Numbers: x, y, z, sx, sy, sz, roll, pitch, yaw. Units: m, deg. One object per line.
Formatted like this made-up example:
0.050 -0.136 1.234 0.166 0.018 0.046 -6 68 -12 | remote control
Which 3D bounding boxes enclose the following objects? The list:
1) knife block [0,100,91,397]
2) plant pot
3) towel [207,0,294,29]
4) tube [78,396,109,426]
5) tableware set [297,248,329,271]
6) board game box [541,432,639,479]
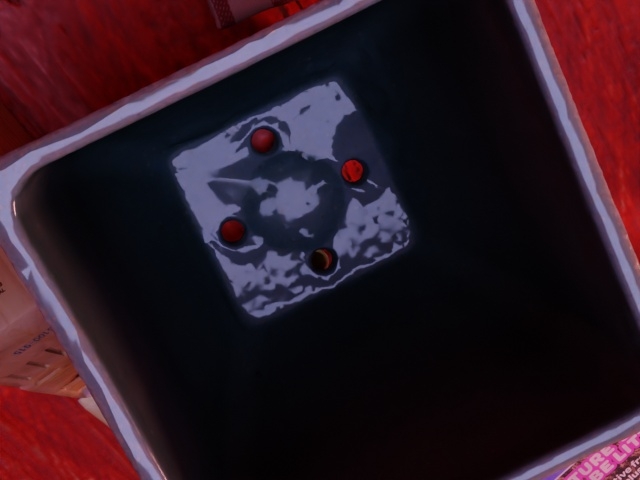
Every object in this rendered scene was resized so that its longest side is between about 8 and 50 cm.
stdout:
-0.212 -0.033 0.620 0.088 0.242 0.276 -34 163 3 | knife block
0.000 0.000 0.572 0.248 0.252 0.247 -27 104 -1 | plant pot
0.048 -0.289 0.586 0.329 0.037 0.237 -24 118 -2 | towel
-0.065 0.170 0.761 0.240 0.062 0.070 52 50 -23 | tube
0.037 0.052 0.747 0.154 0.024 0.104 33 102 -25 | tableware set
0.227 0.187 0.793 0.232 0.141 0.291 -44 117 7 | board game box
